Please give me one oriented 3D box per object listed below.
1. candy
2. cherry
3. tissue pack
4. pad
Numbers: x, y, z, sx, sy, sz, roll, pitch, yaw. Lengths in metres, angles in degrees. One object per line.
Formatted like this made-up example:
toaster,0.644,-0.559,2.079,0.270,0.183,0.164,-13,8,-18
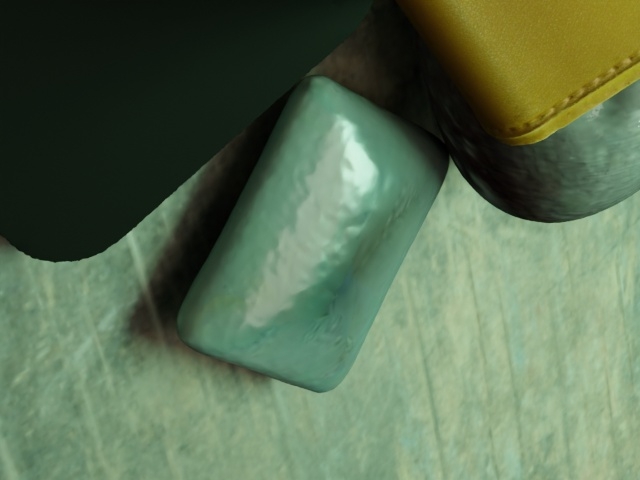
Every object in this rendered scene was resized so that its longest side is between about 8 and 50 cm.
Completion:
candy,0.000,0.000,1.089,0.138,0.071,0.174,24,94,-46
cherry,0.145,-0.125,1.066,0.213,0.184,0.266,-78,171,-52
tissue pack,0.049,-0.208,0.818,0.145,0.194,0.274,-33,122,9
pad,-0.179,-0.145,0.882,0.315,0.063,0.375,-41,132,2
